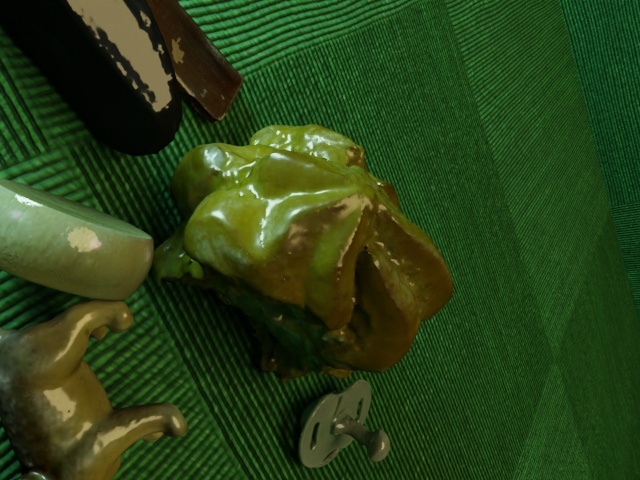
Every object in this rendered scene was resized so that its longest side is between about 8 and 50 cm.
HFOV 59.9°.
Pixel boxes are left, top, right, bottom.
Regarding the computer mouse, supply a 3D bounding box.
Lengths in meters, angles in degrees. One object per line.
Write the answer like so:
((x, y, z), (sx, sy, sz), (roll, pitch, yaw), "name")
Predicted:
((-0.211, -0.201, 0.489), (0.086, 0.137, 0.270), (-51, 121, -31), "computer mouse")

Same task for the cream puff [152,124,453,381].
((0.005, 0.000, 0.619), (0.323, 0.269, 0.274), (47, 46, -37), "cream puff")

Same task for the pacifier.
((0.037, 0.256, 0.730), (0.150, 0.116, 0.127), (0, 109, -54), "pacifier")

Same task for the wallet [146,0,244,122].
((-0.163, -0.223, 0.639), (0.176, 0.026, 0.095), (47, 45, -36), "wallet")

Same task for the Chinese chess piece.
((-0.209, 0.000, 0.453), (0.144, 0.144, 0.059), (23, 90, -46), "Chinese chess piece")

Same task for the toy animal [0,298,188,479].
((-0.204, 0.161, 0.458), (0.168, 0.121, 0.233), (-15, 92, -39), "toy animal")
